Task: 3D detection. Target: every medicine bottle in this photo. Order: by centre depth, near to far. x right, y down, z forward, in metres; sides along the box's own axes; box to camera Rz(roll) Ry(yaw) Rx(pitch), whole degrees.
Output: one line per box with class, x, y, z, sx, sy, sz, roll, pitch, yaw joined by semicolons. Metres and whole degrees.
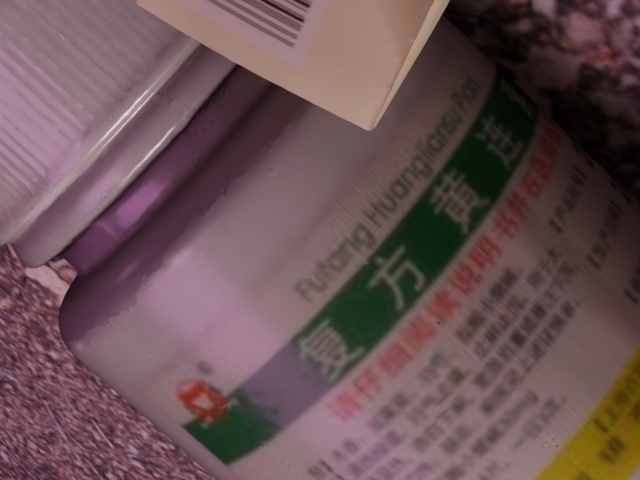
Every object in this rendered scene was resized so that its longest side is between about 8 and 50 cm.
medicine bottle;0.000;0.000;0.689;0.340;0.208;0.208;42;148;-10

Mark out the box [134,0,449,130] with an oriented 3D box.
box;0.037;-0.163;0.479;0.095;0.168;0.212;31;148;3
